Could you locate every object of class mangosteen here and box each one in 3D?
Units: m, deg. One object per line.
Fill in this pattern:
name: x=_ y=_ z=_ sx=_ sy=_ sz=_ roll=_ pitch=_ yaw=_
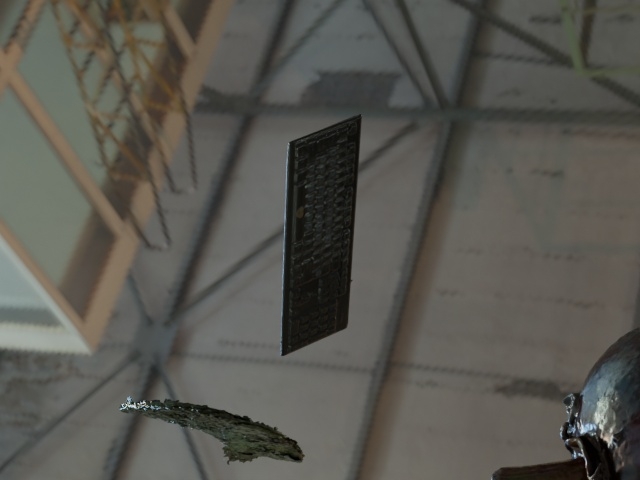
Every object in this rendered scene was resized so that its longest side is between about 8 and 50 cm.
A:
mangosteen: x=0.260 y=0.173 z=1.136 sx=0.261 sy=0.235 sz=0.235 roll=-5 pitch=-132 yaw=-9

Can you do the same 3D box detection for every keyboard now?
keyboard: x=0.000 y=0.000 z=1.063 sx=0.064 sy=0.198 sz=0.010 roll=-24 pitch=-133 yaw=-28

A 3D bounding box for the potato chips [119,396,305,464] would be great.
potato chips: x=-0.110 y=0.217 z=1.677 sx=0.202 sy=0.220 sz=0.029 roll=-3 pitch=-114 yaw=40
